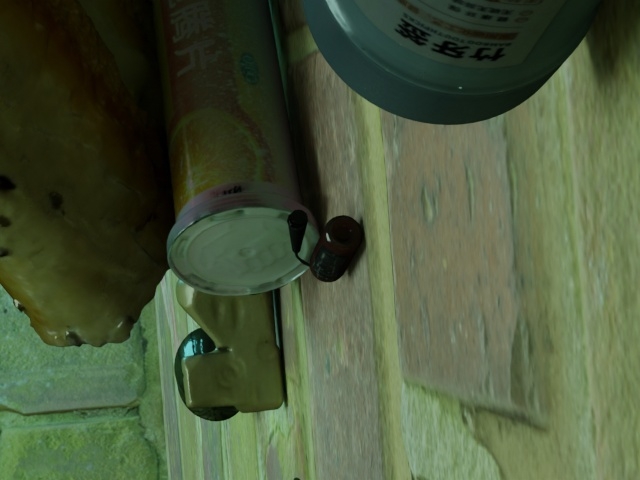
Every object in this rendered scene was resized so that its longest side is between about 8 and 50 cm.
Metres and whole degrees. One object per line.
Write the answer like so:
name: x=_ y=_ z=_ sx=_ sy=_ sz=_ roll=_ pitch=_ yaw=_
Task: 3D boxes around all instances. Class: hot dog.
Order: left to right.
hot dog: x=-0.256 y=-0.159 z=1.250 sx=0.367 sy=0.196 sz=0.365 roll=-96 pitch=-19 yaw=-45

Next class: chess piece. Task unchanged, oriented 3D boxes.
chess piece: x=-0.079 y=0.047 z=1.438 sx=0.090 sy=0.090 sz=0.200 roll=150 pitch=113 yaw=-79

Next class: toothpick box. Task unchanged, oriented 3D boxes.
toothpick box: x=0.053 y=-0.107 z=0.533 sx=0.153 sy=0.101 sz=0.101 roll=117 pitch=147 yaw=-72

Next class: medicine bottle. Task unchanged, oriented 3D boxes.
medicine bottle: x=-0.084 y=-0.161 z=1.308 sx=0.108 sy=0.108 sz=0.426 roll=98 pitch=165 yaw=-53

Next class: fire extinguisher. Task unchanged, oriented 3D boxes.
fire extinguisher: x=-0.003 y=0.005 z=1.084 sx=0.100 sy=0.046 sz=0.032 roll=118 pitch=159 yaw=-70

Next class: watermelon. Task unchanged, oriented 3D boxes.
watermelon: x=-0.103 y=0.130 z=1.649 sx=0.110 sy=0.078 sz=0.078 roll=-109 pitch=18 yaw=-53

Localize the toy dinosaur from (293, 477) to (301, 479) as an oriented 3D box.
toy dinosaur: x=0.014 y=0.377 z=1.093 sx=0.301 sy=0.087 sz=0.447 roll=103 pitch=163 yaw=-81
